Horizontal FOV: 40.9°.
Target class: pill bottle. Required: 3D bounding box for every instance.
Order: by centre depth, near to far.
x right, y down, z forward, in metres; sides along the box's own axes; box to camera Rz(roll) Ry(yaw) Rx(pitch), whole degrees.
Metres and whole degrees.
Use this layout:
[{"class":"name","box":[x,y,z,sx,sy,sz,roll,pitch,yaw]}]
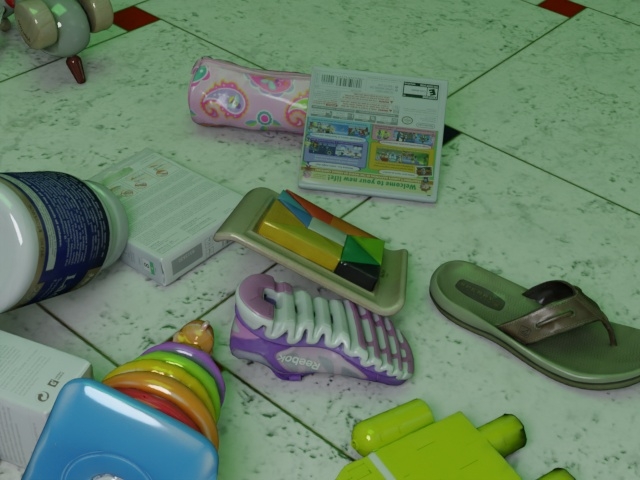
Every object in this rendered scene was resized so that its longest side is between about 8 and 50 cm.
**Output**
[{"class":"pill bottle","box":[-0.336,-0.005,0.997,0.153,0.153,0.265,15,9,11]}]

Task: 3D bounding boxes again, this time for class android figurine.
[{"class":"android figurine","box":[0.124,0.270,0.866,0.273,0.056,0.248,-16,44,-27]}]

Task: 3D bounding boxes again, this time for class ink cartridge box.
[{"class":"ink cartridge box","box":[-0.232,-0.040,1.208,0.225,0.056,0.181,25,43,31]}]

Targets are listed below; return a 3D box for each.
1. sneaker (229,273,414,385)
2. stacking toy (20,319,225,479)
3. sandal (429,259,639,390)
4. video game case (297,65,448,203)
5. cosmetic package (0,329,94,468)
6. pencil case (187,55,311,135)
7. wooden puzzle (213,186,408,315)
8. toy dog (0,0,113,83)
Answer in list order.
[{"class":"sneaker","box":[-0.005,0.124,1.004,0.237,0.104,0.095,21,32,-17]},{"class":"stacking toy","box":[-0.164,0.170,0.900,0.166,0.175,0.302,28,24,-3]},{"class":"sandal","box":[0.276,0.093,1.070,0.303,0.086,0.120,23,43,20]},{"class":"video game case","box":[0.081,-0.163,1.315,0.213,0.023,0.193,7,82,1]},{"class":"cosmetic package","box":[-0.357,0.154,0.901,0.231,0.117,0.085,18,40,13]},{"class":"pencil case","box":[-0.070,-0.231,1.399,0.284,0.124,0.124,7,39,4]},{"class":"wooden puzzle","box":[0.000,0.000,1.093,0.239,0.044,0.221,23,19,-1]},{"class":"toy dog","box":[-0.496,-0.376,1.537,0.220,0.160,0.334,-15,29,-19]}]
